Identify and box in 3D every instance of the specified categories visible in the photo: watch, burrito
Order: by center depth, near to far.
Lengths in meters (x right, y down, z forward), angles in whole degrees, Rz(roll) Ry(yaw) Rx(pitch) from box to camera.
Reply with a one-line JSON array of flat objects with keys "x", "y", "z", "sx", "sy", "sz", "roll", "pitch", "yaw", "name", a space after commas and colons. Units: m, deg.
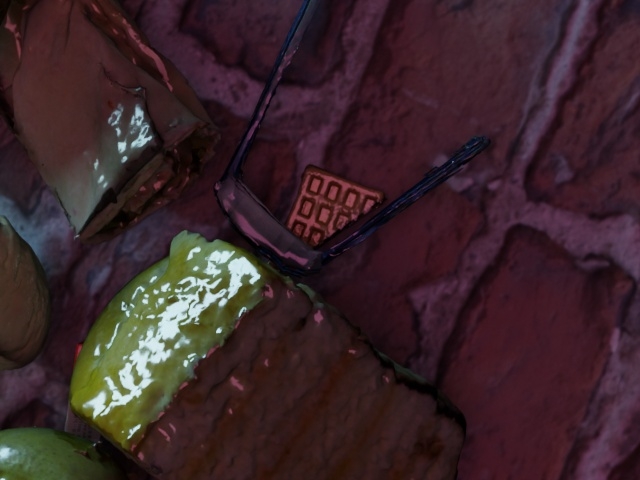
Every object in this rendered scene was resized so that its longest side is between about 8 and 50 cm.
[{"x": -0.250, "y": -0.180, "z": 1.832, "sx": 0.190, "sy": 0.135, "sz": 0.332, "roll": -44, "pitch": 69, "yaw": 31, "name": "burrito"}, {"x": -0.007, "y": -0.124, "z": 1.836, "sx": 0.274, "sy": 0.068, "sz": 0.276, "roll": -39, "pitch": 84, "yaw": 0, "name": "watch"}]

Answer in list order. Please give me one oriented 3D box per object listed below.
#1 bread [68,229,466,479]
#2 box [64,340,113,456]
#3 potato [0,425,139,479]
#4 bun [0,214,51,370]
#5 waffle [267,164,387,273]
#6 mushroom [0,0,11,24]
[{"x": -0.063, "y": 0.160, "z": 1.765, "sx": 0.395, "sy": 0.264, "sz": 0.239, "roll": 36, "pitch": 86, "yaw": -40, "name": "bread"}, {"x": -0.247, "y": 0.184, "z": 1.861, "sx": 0.048, "sy": 0.100, "sz": 0.152, "roll": 10, "pitch": 92, "yaw": 1, "name": "box"}, {"x": -0.312, "y": 0.355, "z": 1.752, "sx": 0.270, "sy": 0.359, "sz": 0.219, "roll": -10, "pitch": 50, "yaw": -23, "name": "potato"}, {"x": -0.381, "y": 0.038, "z": 1.811, "sx": 0.244, "sy": 0.244, "sz": 0.153, "roll": 28, "pitch": 75, "yaw": 3, "name": "bun"}, {"x": 0.000, "y": 0.000, "z": 1.877, "sx": 0.097, "sy": 0.023, "sz": 0.152, "roll": 24, "pitch": 92, "yaw": 4, "name": "waffle"}, {"x": -0.442, "y": -0.296, "z": 1.780, "sx": 0.239, "sy": 0.345, "sz": 0.345, "roll": -14, "pitch": 91, "yaw": -39, "name": "mushroom"}]
